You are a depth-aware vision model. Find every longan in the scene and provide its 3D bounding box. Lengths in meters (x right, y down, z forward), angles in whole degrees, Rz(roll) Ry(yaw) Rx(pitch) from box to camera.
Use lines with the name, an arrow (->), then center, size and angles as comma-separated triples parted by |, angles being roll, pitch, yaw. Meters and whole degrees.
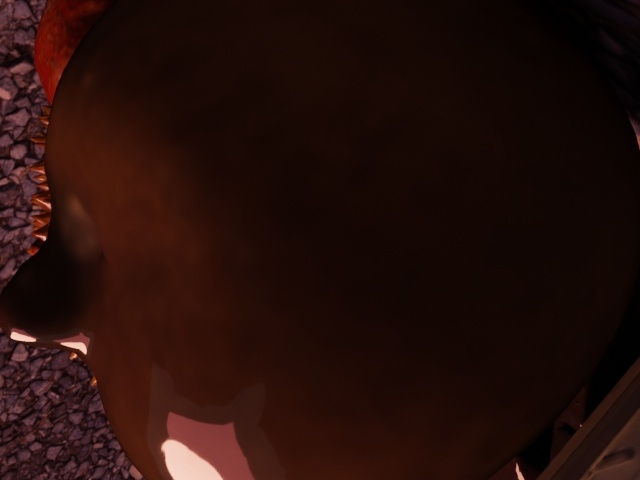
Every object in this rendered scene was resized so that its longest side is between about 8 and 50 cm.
longan -> 0.000, 0.000, 0.671 | 0.300, 0.300, 0.243 | 37, -175, -7

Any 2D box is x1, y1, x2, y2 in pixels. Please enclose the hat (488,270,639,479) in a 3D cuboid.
hat -> 0.205, 0.114, 0.898 | 0.336, 0.238, 0.209 | 26, -178, -32

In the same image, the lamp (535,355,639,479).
lamp -> 0.241, 0.168, 0.737 | 0.266, 0.269, 0.047 | 37, -174, -9

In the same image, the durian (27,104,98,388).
durian -> -0.069, -0.007, 1.200 | 0.384, 0.347, 0.347 | 39, 179, 3

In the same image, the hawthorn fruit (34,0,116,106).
hawthorn fruit -> -0.115, -0.121, 0.973 | 0.157, 0.157, 0.194 | 37, 164, 1
